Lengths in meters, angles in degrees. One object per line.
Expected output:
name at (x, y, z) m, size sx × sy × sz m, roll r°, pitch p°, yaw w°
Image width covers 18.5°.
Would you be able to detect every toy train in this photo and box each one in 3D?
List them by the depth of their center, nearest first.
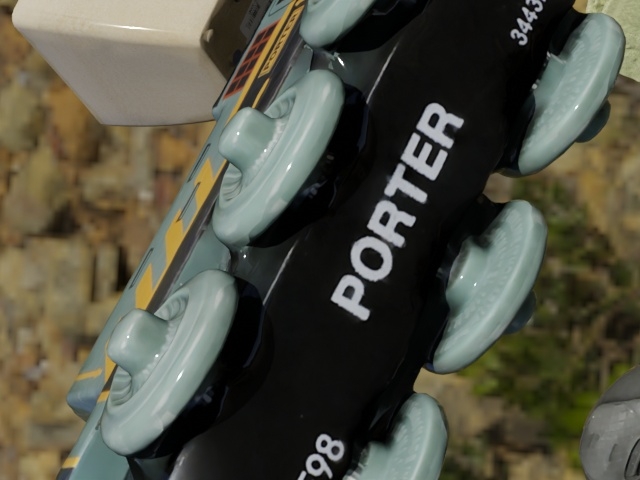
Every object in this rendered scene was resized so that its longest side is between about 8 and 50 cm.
toy train at (0.000, 0.000, 0.796) m, size 0.334 × 0.142 × 0.190 m, roll -64°, pitch 16°, yaw -18°

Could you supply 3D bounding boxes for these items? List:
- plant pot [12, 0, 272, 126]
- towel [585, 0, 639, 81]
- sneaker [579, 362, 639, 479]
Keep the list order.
plant pot at (-0.072, -0.120, 0.996) m, size 0.109 × 0.096 × 0.109 m, roll -66°, pitch -31°, yaw -18°
towel at (0.243, -0.137, 1.252) m, size 0.027 × 0.148 × 0.110 m, roll -68°, pitch -6°, yaw -46°
sneaker at (0.175, 0.054, 0.814) m, size 0.271 × 0.108 × 0.100 m, roll -15°, pitch -49°, yaw -52°
